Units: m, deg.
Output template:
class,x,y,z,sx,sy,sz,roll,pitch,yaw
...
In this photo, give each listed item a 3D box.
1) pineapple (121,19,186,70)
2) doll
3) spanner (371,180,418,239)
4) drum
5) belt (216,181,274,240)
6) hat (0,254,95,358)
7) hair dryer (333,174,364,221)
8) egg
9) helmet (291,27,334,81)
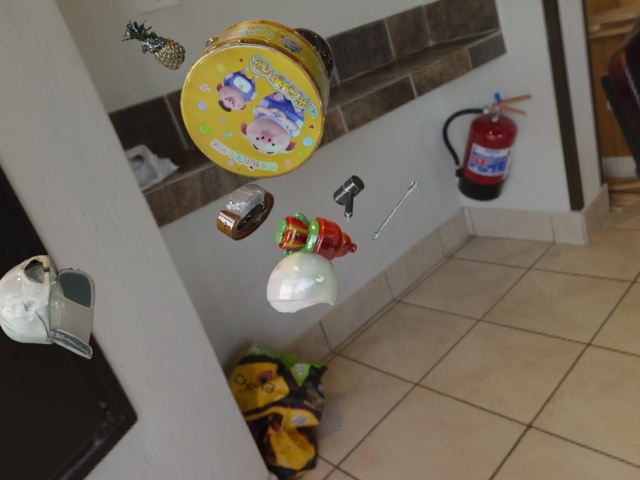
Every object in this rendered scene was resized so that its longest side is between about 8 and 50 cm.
class,x,y,z,sx,sy,sz,roll,pitch,yaw
pineapple,-0.640,-0.760,2.011,0.125,0.125,0.251,0,-13,40
doll,-0.001,0.000,2.110,0.363,0.183,0.160,12,8,-32
spanner,0.304,-0.122,2.145,0.302,0.017,0.071,-54,9,10
drum,-0.183,-0.413,1.537,0.431,0.431,0.214,-12,36,17
belt,-0.311,-0.120,2.157,0.105,0.184,0.261,32,66,26
hat,-0.615,0.167,1.196,0.161,0.275,0.232,-24,46,6
hair dryer,0.107,-0.146,2.021,0.124,0.071,0.219,-43,28,35
egg,-0.046,0.142,1.838,0.271,0.206,0.162,-9,3,-21
helmet,-0.054,-0.582,1.686,0.230,0.160,0.279,15,47,-22
